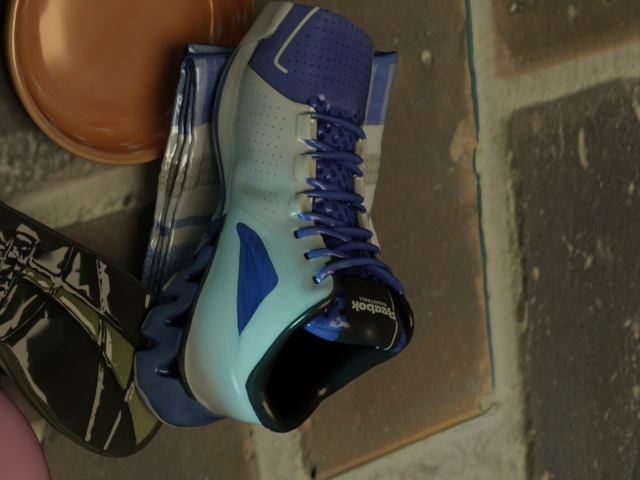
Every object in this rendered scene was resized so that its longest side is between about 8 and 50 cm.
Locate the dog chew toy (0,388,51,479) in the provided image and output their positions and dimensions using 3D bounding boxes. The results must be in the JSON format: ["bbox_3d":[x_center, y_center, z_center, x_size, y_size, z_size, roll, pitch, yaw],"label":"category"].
[{"bbox_3d":[-0.342,0.197,1.214,0.332,0.207,0.206,-17,114,-36],"label":"dog chew toy"}]

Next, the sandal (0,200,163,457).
[{"bbox_3d":[-0.221,0.038,1.339,0.303,0.086,0.120,42,71,-22],"label":"sandal"}]

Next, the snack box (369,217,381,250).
[{"bbox_3d":[-0.005,-0.053,1.493,0.064,0.022,0.178,-32,121,-22],"label":"snack box"}]

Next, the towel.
[{"bbox_3d":[-0.040,-0.009,1.440,0.209,0.034,0.285,-2,109,-38],"label":"towel"}]

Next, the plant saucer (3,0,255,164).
[{"bbox_3d":[-0.140,-0.155,1.358,0.200,0.037,0.200,-12,112,-31],"label":"plant saucer"}]

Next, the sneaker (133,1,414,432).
[{"bbox_3d":[0.000,0.001,1.324,0.127,0.182,0.315,21,86,-44],"label":"sneaker"}]
